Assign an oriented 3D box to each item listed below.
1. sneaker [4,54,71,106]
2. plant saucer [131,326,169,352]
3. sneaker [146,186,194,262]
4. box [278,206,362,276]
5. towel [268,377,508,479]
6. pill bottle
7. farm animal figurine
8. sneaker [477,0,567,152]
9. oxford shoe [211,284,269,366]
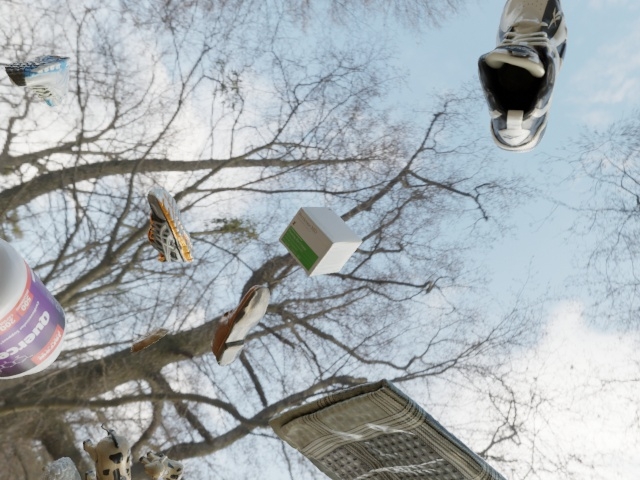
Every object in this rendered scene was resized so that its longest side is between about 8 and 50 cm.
[{"bbox_3d":[-0.474,-0.271,0.805,0.072,0.190,0.082,0,-65,-8],"label":"sneaker"},{"bbox_3d":[-0.345,0.196,0.934,0.084,0.083,0.015,-22,-80,33],"label":"plant saucer"},{"bbox_3d":[-0.347,-0.023,1.033,0.083,0.084,0.214,-11,-48,-4],"label":"sneaker"},{"bbox_3d":[0.000,0.000,0.871,0.101,0.102,0.087,48,-63,23],"label":"box"},{"bbox_3d":[0.102,0.375,0.792,0.312,0.056,0.324,42,-47,-13],"label":"towel"},{"bbox_3d":[-0.583,0.138,0.840,0.181,0.182,0.322,43,-28,17],"label":"pill bottle"},{"bbox_3d":[-0.551,0.673,1.300,0.172,0.330,0.326,4,-65,41],"label":"farm animal figurine"},{"bbox_3d":[0.258,-0.240,0.586,0.094,0.153,0.234,14,-87,23],"label":"sneaker"},{"bbox_3d":[-0.186,0.174,1.020,0.076,0.076,0.212,45,-71,36],"label":"oxford shoe"}]
